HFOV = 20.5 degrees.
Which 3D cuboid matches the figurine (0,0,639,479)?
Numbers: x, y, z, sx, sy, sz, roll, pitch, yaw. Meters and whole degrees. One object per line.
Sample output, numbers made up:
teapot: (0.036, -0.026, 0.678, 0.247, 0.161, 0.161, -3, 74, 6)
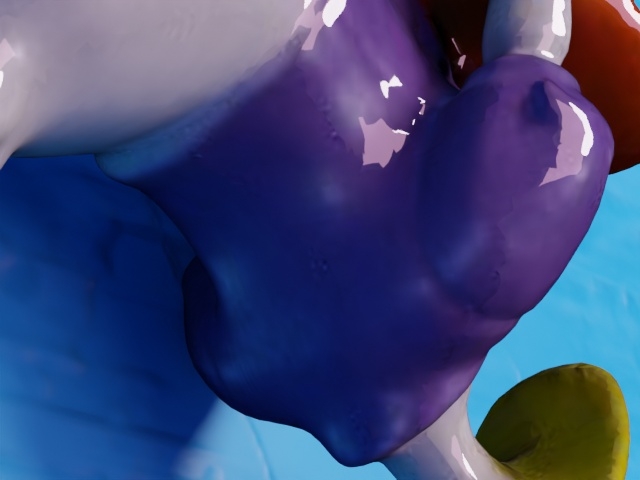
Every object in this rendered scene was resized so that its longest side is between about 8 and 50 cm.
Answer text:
figurine: (0.000, -0.006, 0.408, 0.193, 0.154, 0.421, -38, 100, -48)
